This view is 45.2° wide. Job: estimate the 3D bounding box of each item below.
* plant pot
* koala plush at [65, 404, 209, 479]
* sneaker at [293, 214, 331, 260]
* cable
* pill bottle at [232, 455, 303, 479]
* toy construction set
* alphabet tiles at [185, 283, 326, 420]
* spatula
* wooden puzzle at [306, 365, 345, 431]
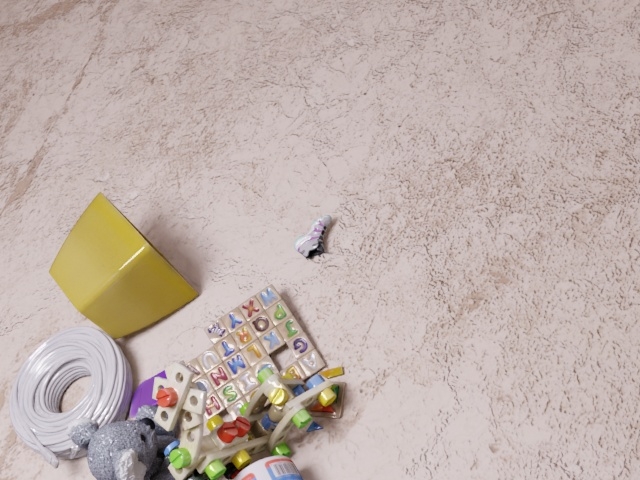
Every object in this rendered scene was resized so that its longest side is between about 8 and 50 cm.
[{"bbox_3d":[-0.414,0.069,1.559,0.187,0.212,0.212,-43,54,-8],"label":"plant pot"},{"bbox_3d":[-0.321,0.382,1.319,0.196,0.221,0.203,28,74,33],"label":"koala plush"},{"bbox_3d":[0.000,0.000,1.544,0.098,0.038,0.069,-46,55,2],"label":"sneaker"},{"bbox_3d":[-0.491,0.301,1.525,0.257,0.089,0.257,22,70,33],"label":"cable"},{"bbox_3d":[-0.051,0.465,1.216,0.124,0.124,0.221,-34,53,-1],"label":"pill bottle"},{"bbox_3d":[-0.140,0.298,1.258,0.215,0.327,0.151,-52,50,20],"label":"toy construction set"},{"bbox_3d":[-0.140,0.221,1.441,0.237,0.009,0.198,-34,65,-5],"label":"alphabet tiles"},{"bbox_3d":[-0.233,0.264,1.472,0.296,0.030,0.084,-17,38,7],"label":"spatula"},{"bbox_3d":[0.006,0.282,1.376,0.078,0.014,0.116,-9,57,18],"label":"wooden puzzle"}]
